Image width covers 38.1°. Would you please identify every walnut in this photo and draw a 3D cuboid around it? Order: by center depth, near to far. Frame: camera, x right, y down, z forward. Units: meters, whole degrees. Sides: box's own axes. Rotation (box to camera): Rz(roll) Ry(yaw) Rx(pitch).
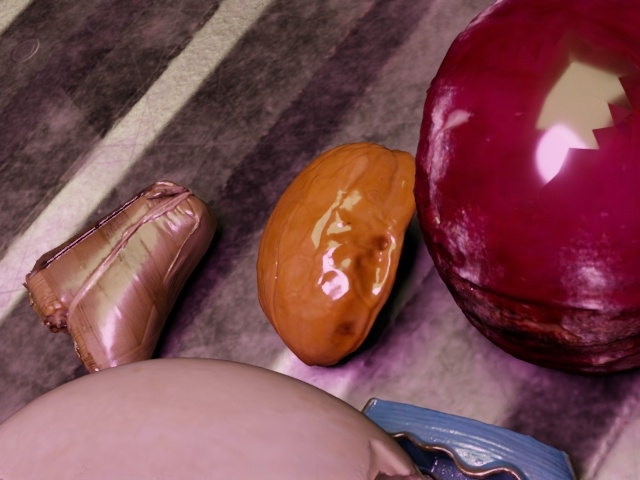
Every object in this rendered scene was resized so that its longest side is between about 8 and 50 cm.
[{"bbox_3d":[-0.001,-0.002,0.800,0.167,0.087,0.211,-5,61,61],"label":"walnut"}]

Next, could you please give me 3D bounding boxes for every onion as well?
[{"bbox_3d":[0.207,-0.084,0.701,0.336,0.260,0.282,-48,46,-11],"label":"onion"}]

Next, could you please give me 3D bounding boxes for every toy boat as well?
[{"bbox_3d":[0.104,0.175,0.676,0.186,0.075,0.077,10,59,26],"label":"toy boat"}]

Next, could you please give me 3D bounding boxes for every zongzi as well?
[{"bbox_3d":[-0.162,0.053,0.879,0.194,0.099,0.197,-38,60,-3],"label":"zongzi"}]

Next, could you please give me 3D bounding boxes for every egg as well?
[{"bbox_3d":[-0.100,0.217,0.611,0.336,0.278,0.278,-1,57,29],"label":"egg"}]
